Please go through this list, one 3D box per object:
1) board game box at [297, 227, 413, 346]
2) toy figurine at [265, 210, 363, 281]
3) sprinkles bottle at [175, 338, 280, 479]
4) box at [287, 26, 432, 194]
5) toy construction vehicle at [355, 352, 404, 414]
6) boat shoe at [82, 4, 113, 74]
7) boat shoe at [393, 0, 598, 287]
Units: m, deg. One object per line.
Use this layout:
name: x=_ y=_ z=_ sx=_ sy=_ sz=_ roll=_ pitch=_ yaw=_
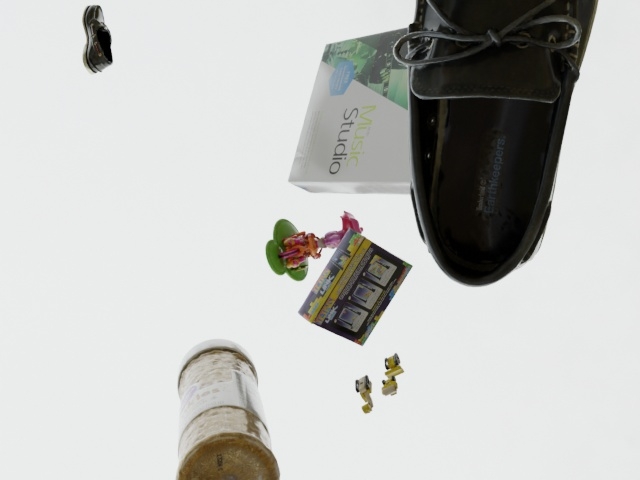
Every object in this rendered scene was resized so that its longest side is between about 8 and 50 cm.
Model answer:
board game box: x=0.061 y=0.082 z=1.360 sx=0.141 sy=0.048 sz=0.170 roll=30 pitch=-87 yaw=-40
toy figurine: x=0.000 y=0.000 z=1.512 sx=0.173 sy=0.159 sz=0.130 roll=-24 pitch=-85 yaw=-66
sprinkles bottle: x=-0.131 y=0.239 z=1.061 sx=0.121 sy=0.355 sz=0.121 roll=-2 pitch=-79 yaw=-9
box: x=0.097 y=-0.180 z=1.112 sx=0.058 sy=0.322 sz=0.232 roll=21 pitch=-101 yaw=-40
toy construction vehicle: x=0.103 y=0.242 z=1.335 sx=0.086 sy=0.098 sz=0.035 roll=-29 pitch=-69 yaw=12
boat shoe: x=-0.348 y=-0.321 z=1.256 sx=0.042 sy=0.049 sz=0.133 roll=-18 pitch=-120 yaw=15
boat shoe: x=0.172 y=-0.182 z=0.787 sx=0.187 sy=0.156 sz=0.500 roll=6 pitch=-70 yaw=16
